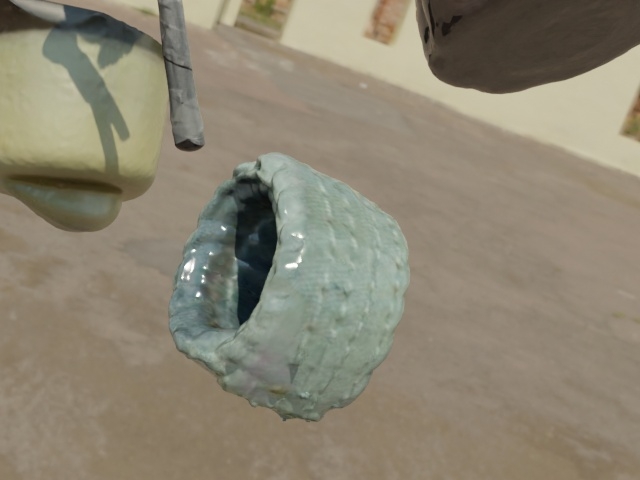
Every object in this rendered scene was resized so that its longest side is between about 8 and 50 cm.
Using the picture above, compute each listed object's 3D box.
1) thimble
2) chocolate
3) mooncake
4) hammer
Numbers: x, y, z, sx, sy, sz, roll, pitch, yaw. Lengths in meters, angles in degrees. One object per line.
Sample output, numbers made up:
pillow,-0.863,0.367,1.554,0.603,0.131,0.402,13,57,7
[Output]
thimble,-0.034,0.045,1.033,0.172,0.250,0.205,28,-32,-30
chocolate,-0.397,-0.176,1.593,0.326,0.297,0.314,14,-14,-9
mooncake,0.242,-0.278,1.103,0.306,0.154,0.306,-9,-19,-3
hammer,-0.191,-0.315,1.275,0.152,0.427,0.044,8,24,30
